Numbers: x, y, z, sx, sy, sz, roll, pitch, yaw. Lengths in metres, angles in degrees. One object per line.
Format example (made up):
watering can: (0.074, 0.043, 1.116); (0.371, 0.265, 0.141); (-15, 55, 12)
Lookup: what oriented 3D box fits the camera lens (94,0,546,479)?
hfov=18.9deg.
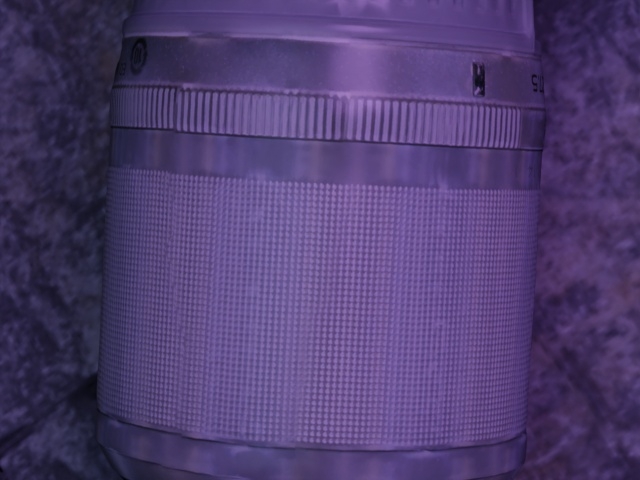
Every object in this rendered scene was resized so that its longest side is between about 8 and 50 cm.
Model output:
camera lens: (0.000, 0.000, 0.968); (0.219, 0.219, 0.274); (4, 94, 23)
